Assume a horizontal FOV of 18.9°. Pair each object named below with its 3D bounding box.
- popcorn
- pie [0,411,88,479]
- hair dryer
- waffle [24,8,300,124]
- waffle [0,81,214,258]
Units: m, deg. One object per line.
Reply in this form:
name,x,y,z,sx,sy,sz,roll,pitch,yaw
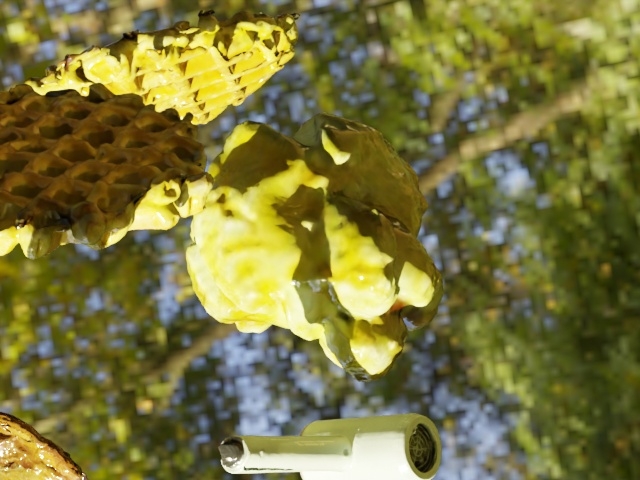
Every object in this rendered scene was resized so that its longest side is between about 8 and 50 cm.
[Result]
popcorn,0.004,0.005,1.911,0.225,0.276,0.276,87,-173,-61
pie,-0.253,0.169,1.471,0.088,0.191,0.033,59,-140,-10
hair dryer,-0.004,0.193,1.782,0.236,0.131,0.073,12,-108,-50
waffle,-0.226,-0.212,2.570,0.379,0.382,0.095,-10,-102,-38
waffle,-0.254,-0.069,1.739,0.329,0.329,0.062,-52,-34,-57
